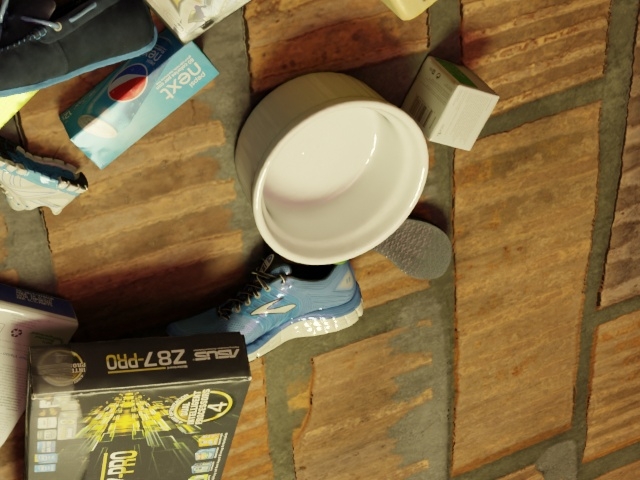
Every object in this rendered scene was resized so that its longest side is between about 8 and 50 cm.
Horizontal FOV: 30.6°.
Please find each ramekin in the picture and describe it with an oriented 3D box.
[{"bbox_3d":[0.007,-0.114,1.734,0.277,0.135,0.277,-15,130,-19],"label":"ramekin"}]

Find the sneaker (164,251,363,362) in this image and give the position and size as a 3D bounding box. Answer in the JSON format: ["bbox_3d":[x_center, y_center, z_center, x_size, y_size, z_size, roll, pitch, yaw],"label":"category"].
[{"bbox_3d":[-0.095,0.093,1.864,0.329,0.130,0.147,-19,117,-19],"label":"sneaker"}]

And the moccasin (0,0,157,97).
[{"bbox_3d":[-0.353,-0.251,1.418,0.342,0.137,0.117,-32,121,-46],"label":"moccasin"}]

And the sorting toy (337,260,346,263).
[{"bbox_3d":[0.000,0.000,1.841,0.101,0.061,0.042,21,125,3],"label":"sorting toy"}]

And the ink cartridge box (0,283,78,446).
[{"bbox_3d":[-0.571,0.189,1.697,0.324,0.071,0.330,19,116,-38],"label":"ink cartridge box"}]

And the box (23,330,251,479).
[{"bbox_3d":[-0.294,0.291,1.810,0.318,0.097,0.395,0,142,-17],"label":"box"}]

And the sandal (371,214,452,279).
[{"bbox_3d":[0.115,-0.012,1.935,0.254,0.054,0.097,24,103,-29],"label":"sandal"}]

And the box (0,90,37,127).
[{"bbox_3d":[-0.442,-0.224,1.466,0.109,0.042,0.178,-44,132,6],"label":"box"}]

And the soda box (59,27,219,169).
[{"bbox_3d":[-0.246,-0.196,1.579,0.210,0.067,0.071,-39,133,3],"label":"soda box"}]

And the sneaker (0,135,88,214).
[{"bbox_3d":[-0.411,-0.080,1.579,0.190,0.071,0.083,25,115,-39],"label":"sneaker"}]

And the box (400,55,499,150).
[{"bbox_3d":[0.196,-0.209,1.786,0.087,0.101,0.102,11,118,-35],"label":"box"}]

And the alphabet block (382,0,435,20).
[{"bbox_3d":[0.104,-0.440,1.503,0.193,0.192,0.197,-37,132,4],"label":"alphabet block"}]

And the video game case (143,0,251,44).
[{"bbox_3d":[-0.153,-0.399,1.403,0.248,0.035,0.275,-29,125,20],"label":"video game case"}]
